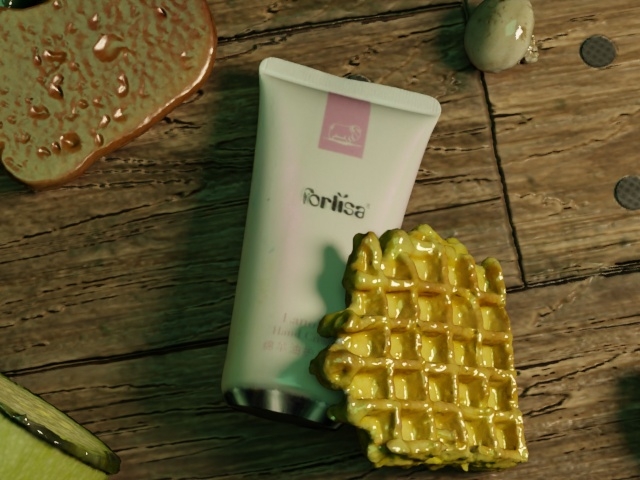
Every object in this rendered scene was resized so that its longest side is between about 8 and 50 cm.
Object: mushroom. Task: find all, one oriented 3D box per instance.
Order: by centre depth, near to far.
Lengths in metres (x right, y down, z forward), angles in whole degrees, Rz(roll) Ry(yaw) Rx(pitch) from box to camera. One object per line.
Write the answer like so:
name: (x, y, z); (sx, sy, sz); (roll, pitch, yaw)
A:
mushroom: (0.188, -0.203, 1.334); (0.079, 0.085, 0.085); (22, 72, -28)

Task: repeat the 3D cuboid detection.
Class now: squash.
squash: (-0.292, 0.176, 1.159); (0.220, 0.220, 0.133); (40, 88, 12)

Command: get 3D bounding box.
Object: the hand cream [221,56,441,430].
hand cream: (0.000, 0.000, 1.256); (0.185, 0.118, 0.359); (12, 69, -2)

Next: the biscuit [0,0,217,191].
biscuit: (-0.252, -0.211, 1.323); (0.277, 0.052, 0.262); (-40, 92, -14)

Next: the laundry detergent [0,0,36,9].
laundry detergent: (-0.337, -0.298, 1.373); (0.137, 0.063, 0.211); (-21, 74, -11)

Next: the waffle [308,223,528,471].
waffle: (0.079, 0.091, 1.187); (0.219, 0.057, 0.229); (8, 68, -38)
